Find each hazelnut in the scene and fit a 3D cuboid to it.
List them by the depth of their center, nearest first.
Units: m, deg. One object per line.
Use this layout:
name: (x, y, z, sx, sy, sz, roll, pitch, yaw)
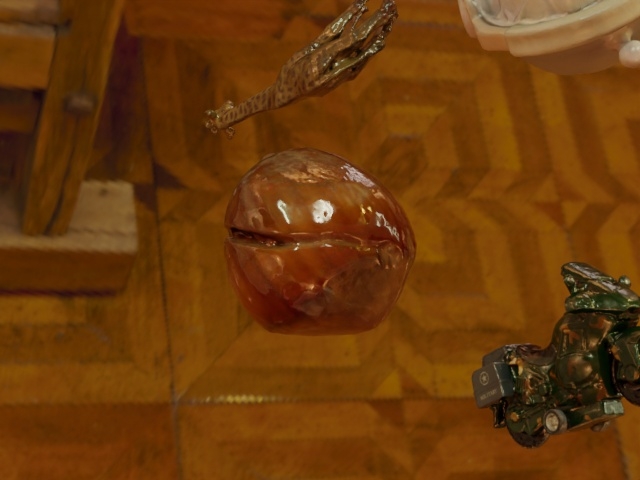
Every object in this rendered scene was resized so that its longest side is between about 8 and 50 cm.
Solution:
hazelnut: (0.000, 0.000, 1.239, 0.182, 0.182, 0.182, 9, 60, -16)

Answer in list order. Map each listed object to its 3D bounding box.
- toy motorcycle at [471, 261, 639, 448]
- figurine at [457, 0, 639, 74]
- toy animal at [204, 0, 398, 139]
toy motorcycle: (0.284, 0.131, 1.592, 0.124, 0.274, 0.187, 3, 65, -37)
figurine: (0.172, -0.205, 1.015, 0.162, 0.141, 0.237, -24, 36, 3)
toy animal: (-0.023, -0.186, 1.541, 0.054, 0.275, 0.149, 42, 21, -27)
